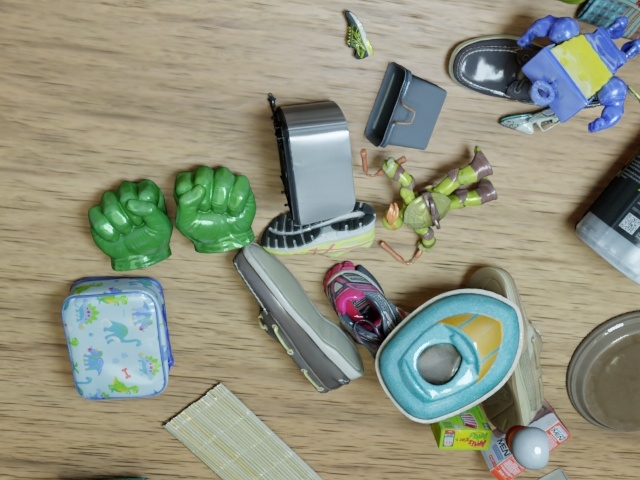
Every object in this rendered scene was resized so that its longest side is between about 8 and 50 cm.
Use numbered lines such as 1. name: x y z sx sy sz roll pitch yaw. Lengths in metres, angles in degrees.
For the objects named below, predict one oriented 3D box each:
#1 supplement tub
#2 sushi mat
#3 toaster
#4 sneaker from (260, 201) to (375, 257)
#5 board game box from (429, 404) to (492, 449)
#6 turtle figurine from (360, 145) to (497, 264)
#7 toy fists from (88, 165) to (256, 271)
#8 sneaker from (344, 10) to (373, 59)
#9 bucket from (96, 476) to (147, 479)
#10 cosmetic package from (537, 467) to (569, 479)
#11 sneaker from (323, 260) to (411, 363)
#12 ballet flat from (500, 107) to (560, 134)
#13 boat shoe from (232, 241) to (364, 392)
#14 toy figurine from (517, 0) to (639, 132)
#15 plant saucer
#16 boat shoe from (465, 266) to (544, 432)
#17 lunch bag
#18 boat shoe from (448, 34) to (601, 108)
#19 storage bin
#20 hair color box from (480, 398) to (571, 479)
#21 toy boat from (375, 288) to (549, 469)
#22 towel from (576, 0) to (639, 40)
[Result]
1. supplement tub: 0.605 -0.080 1.320 0.193 0.193 0.316 32 106 -16
2. sushi mat: -0.150 0.422 1.533 0.151 0.019 0.316 -39 110 8
3. toaster: -0.015 -0.137 1.250 0.110 0.168 0.185 -9 113 -5
4. sneaker: 0.000 0.000 1.353 0.208 0.081 0.094 -7 142 11
5. board game box: 0.246 0.318 1.444 0.092 0.181 0.043 3 111 -7
6. turtle figurine: 0.186 -0.075 1.316 0.217 0.087 0.269 -26 125 1
7. toy fists: -0.247 -0.040 1.301 0.279 0.096 0.142 -11 111 0
8. sneaker: 0.056 -0.329 1.252 0.035 0.031 0.083 -28 112 6
9. bucket: -0.409 0.574 1.438 0.183 0.281 0.281 -4 112 -9
10. cosmetic package: 0.527 0.653 1.643 0.160 0.113 0.309 -31 112 7
11. sneaker: 0.116 0.173 1.413 0.121 0.112 0.299 -44 110 11
12. ballet flat: 0.367 -0.202 1.326 0.114 0.041 0.041 -14 112 -1
13. boat shoe: -0.054 0.143 1.383 0.097 0.116 0.324 -35 108 18
14. toy figurine: 0.383 -0.290 1.141 0.217 0.191 0.362 -35 88 -16
15. plant saucer: 0.630 0.269 1.537 0.278 0.041 0.278 -1 112 -4
16. boat shoe: 0.351 0.194 1.456 0.110 0.122 0.341 -27 116 -34
17. lunch bag: -0.354 0.174 1.375 0.176 0.090 0.219 -4 112 -3
18. boat shoe: 0.356 -0.272 1.271 0.285 0.092 0.103 9 108 -10
19. storage bin: 0.147 -0.213 1.280 0.091 0.098 0.135 11 110 -21
20. hair color box: 0.402 0.396 1.539 0.167 0.093 0.053 -39 110 9
21. toy boat: 0.264 0.237 1.293 0.267 0.148 0.318 -39 83 -1
22. towel: 0.599 -0.422 1.155 0.271 0.040 0.370 17 146 -11
